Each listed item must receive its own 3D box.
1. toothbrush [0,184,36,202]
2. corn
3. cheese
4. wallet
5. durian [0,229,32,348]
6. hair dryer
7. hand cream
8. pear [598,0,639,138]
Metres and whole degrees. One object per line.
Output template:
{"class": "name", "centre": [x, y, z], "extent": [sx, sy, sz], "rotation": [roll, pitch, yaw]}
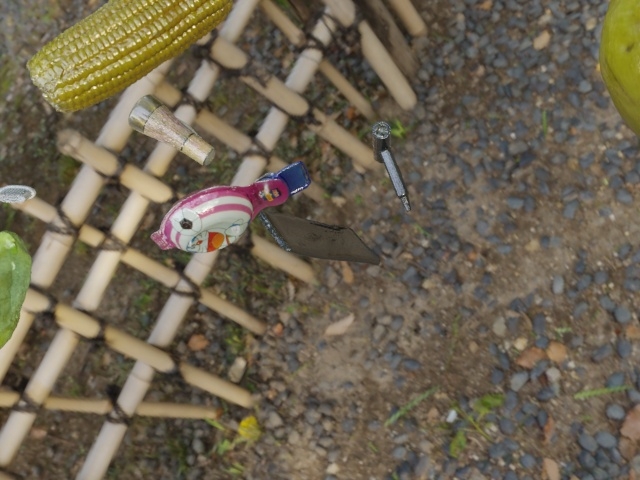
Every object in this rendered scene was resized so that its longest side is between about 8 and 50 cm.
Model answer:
{"class": "toothbrush", "centre": [-0.483, -0.061, 1.032], "extent": [0.276, 0.019, 0.025], "rotation": [3, 27, 13]}
{"class": "corn", "centre": [-0.287, -0.317, 1.278], "extent": [0.344, 0.131, 0.131], "rotation": [-39, 46, -15]}
{"class": "cheese", "centre": [-0.128, -0.045, 1.205], "extent": [0.244, 0.155, 0.062], "rotation": [-25, 65, -1]}
{"class": "wallet", "centre": [0.000, 0.001, 1.584], "extent": [0.124, 0.244, 0.025], "rotation": [48, 117, 40]}
{"class": "durian", "centre": [-0.609, 0.102, 1.518], "extent": [0.101, 0.139, 0.250], "rotation": [16, 87, 64]}
{"class": "hair dryer", "centre": [0.173, -0.167, 1.960], "extent": [0.050, 0.173, 0.194], "rotation": [-23, 74, 1]}
{"class": "hand cream", "centre": [-0.312, -0.230, 1.784], "extent": [0.203, 0.084, 0.084], "rotation": [34, 85, 7]}
{"class": "pear", "centre": [0.233, -0.105, 0.438], "extent": [0.162, 0.149, 0.148], "rotation": [12, 71, 47]}
